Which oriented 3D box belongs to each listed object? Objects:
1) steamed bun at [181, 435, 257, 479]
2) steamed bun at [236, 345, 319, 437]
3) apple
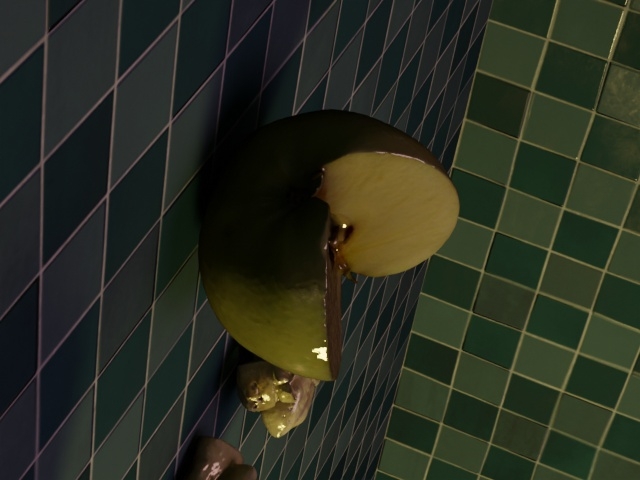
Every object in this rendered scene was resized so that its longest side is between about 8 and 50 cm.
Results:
[{"bbox_3d":[-0.152,0.496,2.164,0.247,0.189,0.428,86,26,-80],"label":"steamed bun"},{"bbox_3d":[-0.063,0.167,2.173,0.177,0.106,0.192,41,62,-73],"label":"steamed bun"},{"bbox_3d":[-0.013,-0.013,1.771,0.295,0.233,0.258,-55,151,-15],"label":"apple"}]
